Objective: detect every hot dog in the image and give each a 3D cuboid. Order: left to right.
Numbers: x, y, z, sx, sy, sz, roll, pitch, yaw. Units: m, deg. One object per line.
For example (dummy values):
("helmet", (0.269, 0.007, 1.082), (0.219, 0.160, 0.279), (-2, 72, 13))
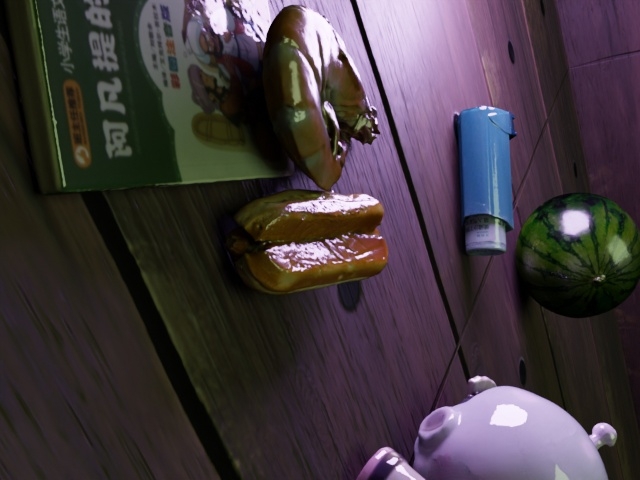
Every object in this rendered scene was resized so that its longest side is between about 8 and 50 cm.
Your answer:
("hot dog", (0.000, 0.000, 0.630), (0.235, 0.062, 0.092), (0, 82, -57))

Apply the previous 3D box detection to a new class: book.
("book", (-0.110, -0.141, 0.505), (0.264, 0.027, 0.202), (-13, 96, -60))

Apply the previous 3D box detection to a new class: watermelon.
("watermelon", (0.494, 0.029, 1.307), (0.242, 0.242, 0.243), (20, 67, -57))

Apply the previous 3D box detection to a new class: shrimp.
("shrimp", (0.013, -0.111, 0.647), (0.287, 0.062, 0.152), (28, 55, -68))

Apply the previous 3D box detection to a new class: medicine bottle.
("medicine bottle", (0.267, -0.102, 1.097), (0.124, 0.079, 0.259), (25, 63, -56))

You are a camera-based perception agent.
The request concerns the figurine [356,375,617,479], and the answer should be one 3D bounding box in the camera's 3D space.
("figurine", (0.203, 0.314, 0.761), (0.361, 0.210, 0.253), (-15, 97, -59))
